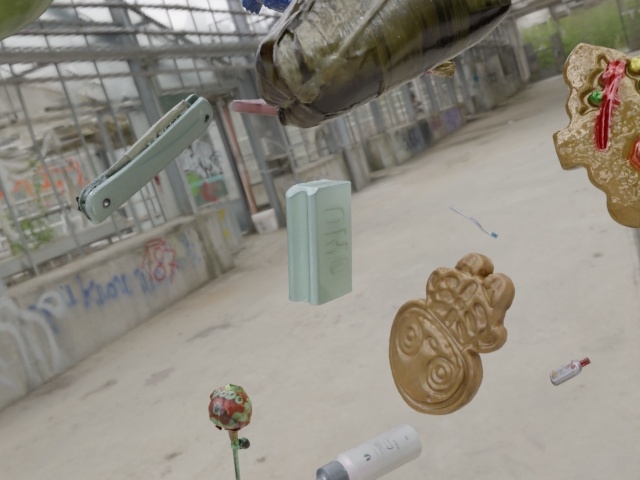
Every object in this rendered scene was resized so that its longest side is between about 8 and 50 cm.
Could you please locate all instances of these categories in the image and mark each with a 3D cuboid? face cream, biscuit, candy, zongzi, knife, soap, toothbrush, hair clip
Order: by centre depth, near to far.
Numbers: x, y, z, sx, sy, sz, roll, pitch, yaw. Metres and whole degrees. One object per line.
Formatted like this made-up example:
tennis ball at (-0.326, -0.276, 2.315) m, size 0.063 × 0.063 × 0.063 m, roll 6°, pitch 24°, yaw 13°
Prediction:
knife at (-0.159, -0.080, 0.630) m, size 0.023 × 0.044 × 0.162 m, roll 27°, pitch 59°, yaw 26°
zongzi at (0.018, -0.290, 0.713) m, size 0.286 × 0.288 × 0.134 m, roll -31°, pitch 5°, yaw -18°
biscuit at (0.368, -0.132, 0.719) m, size 0.239 × 0.212 × 0.041 m, roll -18°, pitch -12°, yaw 15°
hair clip at (-0.037, -0.169, 0.850) m, size 0.123 × 0.102 × 0.138 m, roll 9°, pitch -20°, yaw 6°
biscuit at (0.203, 0.153, 1.107) m, size 0.044 × 0.202 × 0.288 m, roll 4°, pitch -51°, yaw -37°
soap at (0.000, 0.000, 1.168) m, size 0.067 × 0.197 × 0.119 m, roll 6°, pitch 14°, yaw 34°
candy at (-0.163, 0.389, 1.293) m, size 0.078 × 0.287 × 0.084 m, roll 1°, pitch 34°, yaw 1°
face cream at (0.486, 0.252, 1.330) m, size 0.083 × 0.021 × 0.040 m, roll -40°, pitch 12°, yaw 30°
toothbrush at (0.353, -0.043, 1.582) m, size 0.013 × 0.131 × 0.011 m, roll -61°, pitch -12°, yaw 25°
face cream at (0.100, 0.525, 1.604) m, size 0.312 × 0.092 × 0.092 m, roll -15°, pitch 5°, yaw -36°

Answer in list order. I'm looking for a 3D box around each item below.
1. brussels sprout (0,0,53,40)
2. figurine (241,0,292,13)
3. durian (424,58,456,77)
brussels sprout at (-0.419, -0.385, 0.738) m, size 0.315 × 0.276 × 0.371 m, roll -40°, pitch -24°, yaw -33°
figurine at (-0.048, -0.500, 1.300) m, size 0.262 × 0.120 × 0.164 m, roll 5°, pitch 31°, yaw 46°
durian at (0.140, -0.447, 1.432) m, size 0.341 × 0.112 × 0.191 m, roll 41°, pitch 19°, yaw 34°
